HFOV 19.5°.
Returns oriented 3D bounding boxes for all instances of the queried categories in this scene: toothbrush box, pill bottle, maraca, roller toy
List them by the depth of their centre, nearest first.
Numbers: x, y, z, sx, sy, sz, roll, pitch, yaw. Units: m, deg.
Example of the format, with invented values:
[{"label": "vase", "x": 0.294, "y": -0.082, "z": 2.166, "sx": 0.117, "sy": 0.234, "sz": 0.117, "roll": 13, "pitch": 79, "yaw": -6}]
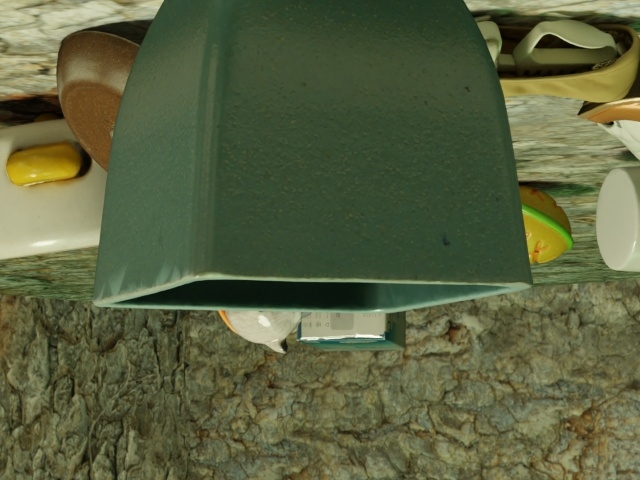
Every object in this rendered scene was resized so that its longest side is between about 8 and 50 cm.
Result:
[{"label": "roller toy", "x": -0.279, "y": -0.062, "z": 1.962, "sx": 0.191, "sy": 0.146, "sz": 0.209, "roll": -9, "pitch": -179, "yaw": 40}, {"label": "pill bottle", "x": 0.496, "y": -0.023, "z": 2.263, "sx": 0.301, "sy": 0.169, "sz": 0.169, "roll": 0, "pitch": 173, "yaw": -14}, {"label": "maraca", "x": 0.259, "y": -0.032, "z": 2.522, "sx": 0.185, "sy": 0.099, "sz": 0.127, "roll": 29, "pitch": 162, "yaw": -17}, {"label": "toothbrush box", "x": 0.047, "y": 0.042, "z": 2.600, "sx": 0.126, "sy": 0.216, "sz": 0.295, "roll": -1, "pitch": 175, "yaw": 9}]

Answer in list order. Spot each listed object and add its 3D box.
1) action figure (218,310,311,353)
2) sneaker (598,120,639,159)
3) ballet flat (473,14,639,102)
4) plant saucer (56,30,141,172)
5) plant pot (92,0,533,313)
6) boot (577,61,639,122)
[{"label": "action figure", "x": 0.000, "y": 0.000, "z": 1.936, "sx": 0.341, "sy": 0.179, "sz": 0.330, "roll": 9, "pitch": -144, "yaw": 13}, {"label": "sneaker", "x": 0.321, "y": -0.122, "z": 1.837, "sx": 0.094, "sy": 0.090, "sz": 0.235, "roll": 13, "pitch": 173, "yaw": 11}, {"label": "ballet flat", "x": 0.158, "y": -0.159, "z": 1.560, "sx": 0.232, "sy": 0.080, "sz": 0.073, "roll": -1, "pitch": 146, "yaw": -14}, {"label": "plant saucer", "x": -0.158, "y": -0.095, "z": 1.623, "sx": 0.198, "sy": 0.036, "sz": 0.199, "roll": 28, "pitch": 150, "yaw": 17}, {"label": "plant pot", "x": -0.013, "y": -0.082, "z": 1.336, "sx": 0.247, "sy": 0.252, "sz": 0.247, "roll": 3, "pitch": 172, "yaw": -23}, {"label": "boot", "x": 0.326, "y": -0.105, "z": 1.651, "sx": 0.152, "sy": 0.073, "sz": 0.197, "roll": 37, "pitch": 161, "yaw": -14}]
